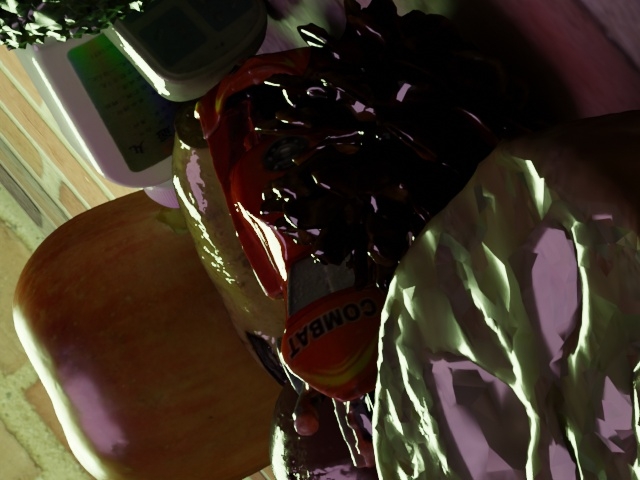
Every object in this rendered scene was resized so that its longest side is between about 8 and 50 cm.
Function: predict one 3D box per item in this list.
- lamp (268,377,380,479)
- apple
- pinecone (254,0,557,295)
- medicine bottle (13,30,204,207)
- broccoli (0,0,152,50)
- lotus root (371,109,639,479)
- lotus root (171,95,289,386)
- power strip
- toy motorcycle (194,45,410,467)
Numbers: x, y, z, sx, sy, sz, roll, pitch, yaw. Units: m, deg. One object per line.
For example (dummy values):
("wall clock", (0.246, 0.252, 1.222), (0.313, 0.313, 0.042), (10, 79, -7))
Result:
("lamp", (0.073, 0.135, 1.041), (0.258, 0.180, 0.180), (56, 166, -18))
("apple", (-0.100, 0.071, 1.300), (0.242, 0.241, 0.242), (156, 90, -81))
("pinecone", (0.033, -0.039, 0.749), (0.140, 0.121, 0.140), (33, 177, 2))
("medicine bottle", (-0.118, -0.103, 1.091), (0.078, 0.115, 0.219), (40, 165, 32))
("broccoli", (-0.262, -0.233, 0.824), (0.413, 0.310, 0.321), (12, 166, 7))
("lotus root", (0.157, 0.139, 0.584), (0.390, 0.111, 0.375), (23, 128, 55))
("lotus root", (-0.024, 0.004, 1.125), (0.097, 0.110, 0.258), (-84, -21, -46))
("power strip", (-0.121, -0.174, 0.979), (0.227, 0.080, 0.029), (47, 164, 12))
("toy motorcycle", (0.002, 0.001, 0.898), (0.171, 0.089, 0.298), (69, -179, -49))
